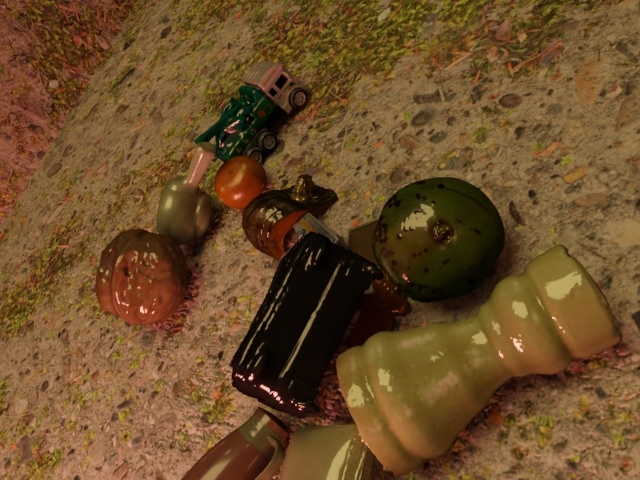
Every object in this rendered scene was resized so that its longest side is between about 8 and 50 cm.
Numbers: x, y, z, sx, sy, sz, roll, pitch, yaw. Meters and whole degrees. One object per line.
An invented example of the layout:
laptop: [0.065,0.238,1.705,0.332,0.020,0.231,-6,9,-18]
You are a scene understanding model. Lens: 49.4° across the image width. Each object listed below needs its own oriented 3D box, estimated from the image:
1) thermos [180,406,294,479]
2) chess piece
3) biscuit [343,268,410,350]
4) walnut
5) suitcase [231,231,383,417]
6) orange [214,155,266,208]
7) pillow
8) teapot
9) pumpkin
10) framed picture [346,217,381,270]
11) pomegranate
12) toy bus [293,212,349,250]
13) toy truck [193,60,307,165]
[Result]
thermos: [-0.167,0.470,1.410,0.265,0.146,0.176,-48,28,-10]
chess piece: [0.268,0.196,1.178,0.442,0.234,0.234,-32,42,12]
biscuit: [0.128,0.148,1.475,0.138,0.031,0.205,-6,56,40]
walnut: [-0.494,0.104,1.928,0.273,0.273,0.227,-49,5,0]
suitcase: [-0.044,0.173,1.422,0.345,0.188,0.339,-64,4,-14]
orange: [-0.225,-0.164,1.982,0.156,0.124,0.156,-12,61,23]
pillow: [-0.014,0.488,1.234,0.255,0.119,0.322,-27,43,58]
teapot: [-0.384,-0.117,1.993,0.318,0.149,0.220,112,165,-59]
pumpkin: [-0.093,-0.077,1.786,0.248,0.126,0.131,-48,41,0]
framed picture: [0.144,0.006,1.588,0.203,0.015,0.150,-21,46,31]
pomegranate: [0.228,0.000,1.358,0.254,0.270,0.254,-2,79,10]
toy bus: [0.000,0.000,1.684,0.075,0.064,0.190,-45,34,-4]
toy truck: [-0.205,-0.370,2.089,0.363,0.178,0.176,-52,39,-7]
